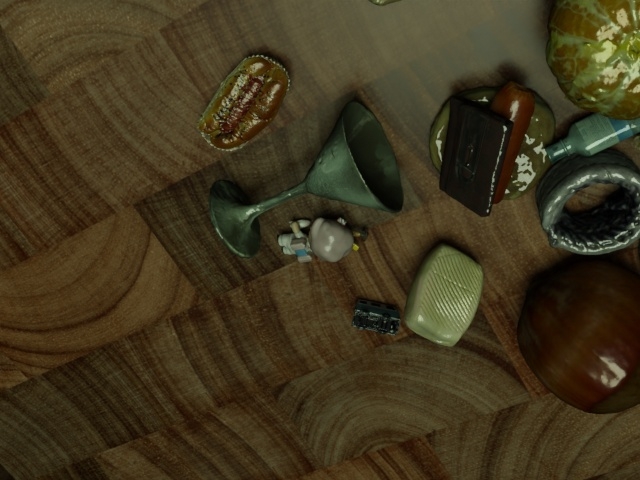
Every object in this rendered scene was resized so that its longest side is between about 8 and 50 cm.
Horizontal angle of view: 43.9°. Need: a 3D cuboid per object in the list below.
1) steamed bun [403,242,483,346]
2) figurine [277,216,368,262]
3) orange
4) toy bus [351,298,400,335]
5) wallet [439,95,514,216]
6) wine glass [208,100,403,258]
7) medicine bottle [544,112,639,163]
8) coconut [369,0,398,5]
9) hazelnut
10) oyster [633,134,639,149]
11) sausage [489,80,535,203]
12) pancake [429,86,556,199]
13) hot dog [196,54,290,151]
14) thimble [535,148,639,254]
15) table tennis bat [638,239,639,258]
[{"bbox_3d":[0.291,0.139,1.945,0.170,0.239,0.152,28,160,-10],"label":"steamed bun"},{"bbox_3d":[0.000,0.000,1.970,0.229,0.112,0.137,-6,124,24],"label":"figurine"},{"bbox_3d":[0.611,-0.401,1.562,0.329,0.249,0.329,1,113,3],"label":"orange"},{"bbox_3d":[0.147,0.198,2.073,0.123,0.075,0.060,12,121,2],"label":"toy bus"},{"bbox_3d":[0.329,-0.182,1.730,0.049,0.182,0.229,-13,123,-30],"label":"wallet"},{"bbox_3d":[-0.044,-0.118,1.827,0.406,0.267,0.267,-23,114,23],"label":"wine glass"},{"bbox_3d":[0.598,-0.233,1.742,0.208,0.090,0.054,-27,142,17],"label":"medicine bottle"},{"bbox_3d":[0.127,-0.562,1.587,0.194,0.194,0.194,4,120,7],"label":"coconut"},{"bbox_3d":[0.654,0.233,1.886,0.366,0.366,0.366,4,120,7],"label":"hazelnut"},{"bbox_3d":[0.765,-0.238,1.739,0.163,0.081,0.191,-14,103,-10],"label":"oyster"},{"bbox_3d":[0.393,-0.203,1.746,0.089,0.083,0.300,2,122,-13],"label":"sausage"},{"bbox_3d":[0.394,-0.223,1.810,0.294,0.049,0.294,3,118,6],"label":"pancake"},{"bbox_3d":[-0.174,-0.314,1.834,0.144,0.075,0.268,39,115,-10],"label":"hot dog"},{"bbox_3d":[0.613,-0.088,1.792,0.245,0.157,0.217,-27,109,21],"label":"thimble"},{"bbox_3d":[0.885,0.054,1.897,0.215,0.044,0.329,-17,114,16],"label":"table tennis bat"}]
